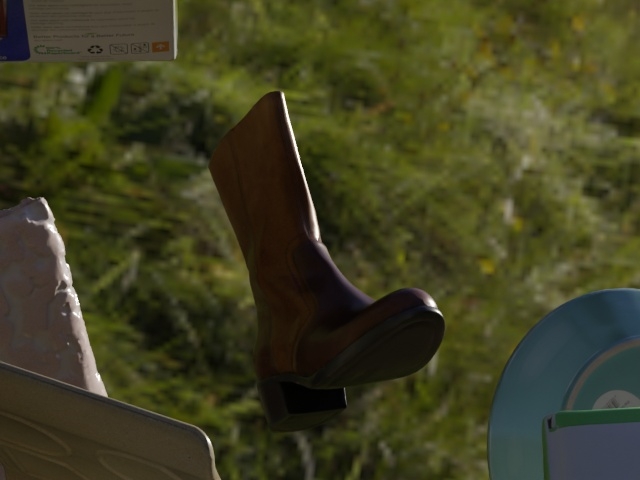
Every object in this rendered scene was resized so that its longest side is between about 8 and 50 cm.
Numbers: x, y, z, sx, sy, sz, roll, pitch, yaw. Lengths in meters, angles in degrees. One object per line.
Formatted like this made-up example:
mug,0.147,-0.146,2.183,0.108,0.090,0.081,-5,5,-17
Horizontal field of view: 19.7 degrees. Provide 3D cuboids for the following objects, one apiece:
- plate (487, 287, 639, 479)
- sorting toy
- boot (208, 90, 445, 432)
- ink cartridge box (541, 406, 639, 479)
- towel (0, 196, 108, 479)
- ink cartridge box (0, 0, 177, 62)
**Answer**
plate,0.172,0.113,0.935,0.188,0.188,0.024,12,-20,-21
sorting toy,-0.112,0.171,1.323,0.307,0.041,0.229,17,-27,14
boot,0.000,0.000,1.617,0.096,0.280,0.264,-5,-19,-24
ink cartridge box,0.184,0.192,0.670,0.198,0.114,0.272,-3,-53,4
towel,-0.341,0.164,1.715,0.317,0.331,0.053,-25,20,-34
ink cartridge box,-0.292,-0.281,1.795,0.304,0.072,0.307,0,-31,-4
